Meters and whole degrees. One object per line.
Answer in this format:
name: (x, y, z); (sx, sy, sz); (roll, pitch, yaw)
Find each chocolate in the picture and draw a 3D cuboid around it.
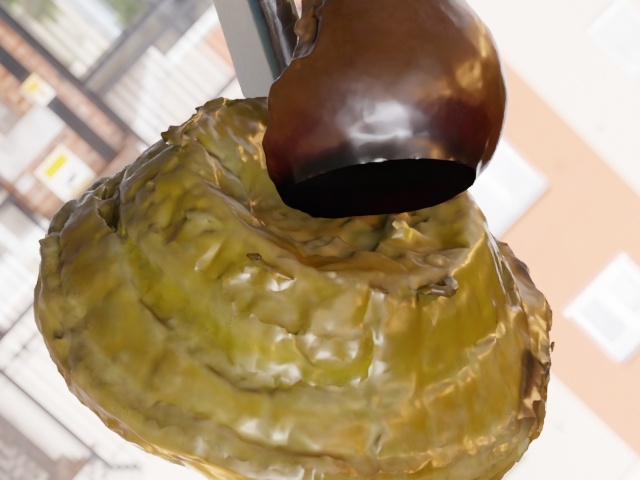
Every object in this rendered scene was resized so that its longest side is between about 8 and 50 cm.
chocolate: (0.025, -0.083, 0.875); (0.124, 0.127, 0.133); (139, -53, -65)

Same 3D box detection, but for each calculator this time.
calculator: (-0.069, -0.242, 1.845); (0.051, 0.293, 0.173); (-23, -158, -14)

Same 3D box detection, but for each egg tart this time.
egg tart: (-0.002, 0.015, 0.918); (0.290, 0.290, 0.115); (-65, 175, -55)
